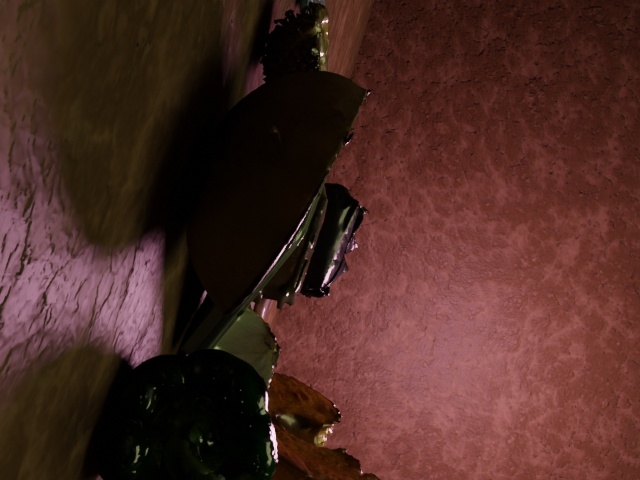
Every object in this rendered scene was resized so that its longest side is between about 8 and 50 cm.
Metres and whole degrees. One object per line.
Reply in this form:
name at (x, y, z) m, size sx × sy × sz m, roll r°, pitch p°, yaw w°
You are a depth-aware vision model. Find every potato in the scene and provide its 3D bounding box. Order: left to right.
potato at (-0.059, -0.076, 0.664) m, size 0.239 × 0.116 × 0.299 m, roll -40°, pitch -159°, yaw 44°

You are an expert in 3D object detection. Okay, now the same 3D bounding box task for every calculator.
calculator at (-0.171, 0.198, 1.924) m, size 0.175 × 0.032 × 0.100 m, roll -69°, pitch 176°, yaw -66°
calculator at (-0.011, -0.388, 1.080) m, size 0.172 × 0.018 × 0.057 m, roll -53°, pitch 154°, yaw -77°

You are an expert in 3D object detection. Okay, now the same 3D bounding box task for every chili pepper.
chili pepper at (-0.123, 0.190, 0.651) m, size 0.261 × 0.173 × 0.165 m, roll 120°, pitch -16°, yaw -70°

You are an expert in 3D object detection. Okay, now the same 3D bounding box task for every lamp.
lamp at (-0.084, 0.007, 0.905) m, size 0.269 × 0.047 × 0.266 m, roll -50°, pitch -169°, yaw 30°

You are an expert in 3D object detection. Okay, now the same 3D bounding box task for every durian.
durian at (-0.138, 0.196, 0.968) m, size 0.252 × 0.139 × 0.144 m, roll -72°, pitch -178°, yaw -66°
durian at (-0.034, -0.223, 0.858) m, size 0.188 × 0.091 × 0.148 m, roll 84°, pitch 7°, yaw -57°

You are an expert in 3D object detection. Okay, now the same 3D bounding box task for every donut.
donut at (-0.090, 0.408, 1.285) m, size 0.163 × 0.377 × 0.435 m, roll -59°, pitch -163°, yaw 5°

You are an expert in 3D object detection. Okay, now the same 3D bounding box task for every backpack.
backpack at (0.000, 0.000, 2.137) m, size 0.445 × 0.254 × 0.363 m, roll 158°, pitch -45°, yaw -88°

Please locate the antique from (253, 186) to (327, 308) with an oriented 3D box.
antique at (-0.077, 0.008, 1.412) m, size 0.150 × 0.125 × 0.284 m, roll 102°, pitch 4°, yaw -59°
